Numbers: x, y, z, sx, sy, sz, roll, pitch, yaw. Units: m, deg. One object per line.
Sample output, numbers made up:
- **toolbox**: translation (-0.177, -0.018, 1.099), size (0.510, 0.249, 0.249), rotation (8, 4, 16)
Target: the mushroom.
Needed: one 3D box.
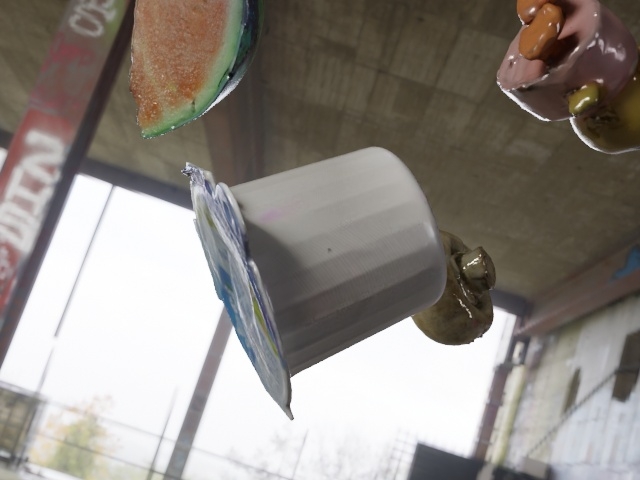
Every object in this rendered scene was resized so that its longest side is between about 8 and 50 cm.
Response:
- **mushroom**: translation (0.177, 0.064, 1.301), size (0.127, 0.166, 0.166), rotation (-19, -31, 28)

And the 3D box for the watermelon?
- **watermelon**: translation (-0.100, -0.208, 0.974), size (0.128, 0.231, 0.146), rotation (-3, 16, -36)

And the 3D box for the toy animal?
- **toy animal**: translation (0.350, -0.200, 1.210), size (0.281, 0.195, 0.169), rotation (23, -40, -19)

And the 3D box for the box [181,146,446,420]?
- **box**: translation (0.000, 0.000, 0.972), size (0.262, 0.206, 0.291), rotation (58, -18, 30)
